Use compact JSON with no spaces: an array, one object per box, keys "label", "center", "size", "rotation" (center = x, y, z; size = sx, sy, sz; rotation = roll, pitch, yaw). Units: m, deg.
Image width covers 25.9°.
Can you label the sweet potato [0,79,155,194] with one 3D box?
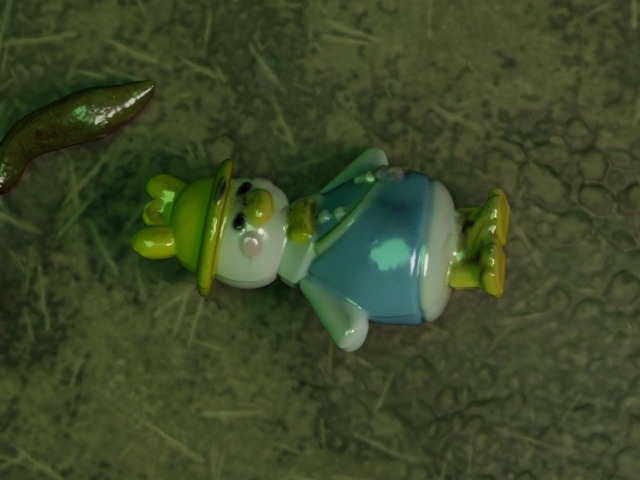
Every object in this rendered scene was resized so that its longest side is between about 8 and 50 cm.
[{"label":"sweet potato","center":[-0.182,-0.073,0.956],"size":[0.153,0.038,0.041],"rotation":[-33,60,2]}]

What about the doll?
[{"label":"doll","center":[0.000,0.000,0.905],"size":[0.241,0.099,0.135],"rotation":[7,90,3]}]
